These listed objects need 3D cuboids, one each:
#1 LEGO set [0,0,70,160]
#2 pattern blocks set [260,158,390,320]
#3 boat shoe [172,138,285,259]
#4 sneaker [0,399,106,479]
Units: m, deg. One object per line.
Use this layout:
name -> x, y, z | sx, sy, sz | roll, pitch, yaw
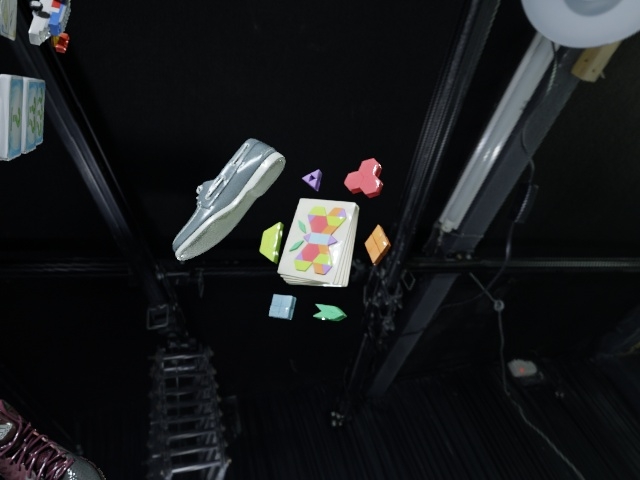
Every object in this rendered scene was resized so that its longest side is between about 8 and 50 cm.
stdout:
LEGO set -> -0.281, -0.211, 0.482 | 0.060, 0.182, 0.244 | 6, -76, -22
pattern blocks set -> 0.000, 0.000, 0.930 | 0.285, 0.325, 0.026 | -9, -24, 26
boat shoe -> -0.217, -0.093, 1.029 | 0.319, 0.099, 0.116 | -47, -11, -5
sneaker -> -0.487, 0.355, 0.765 | 0.281, 0.106, 0.162 | 16, -47, 20
